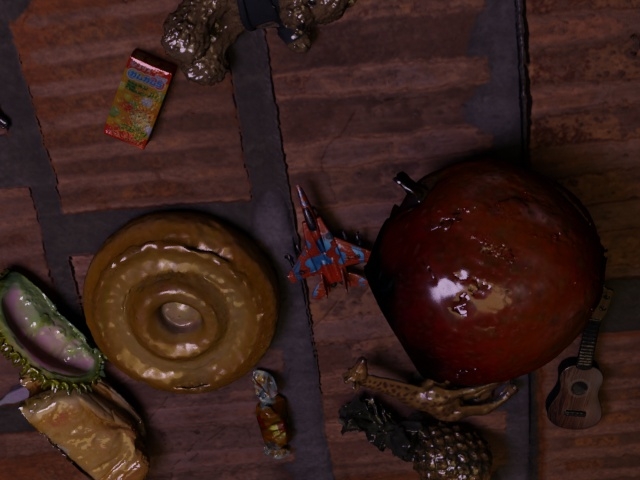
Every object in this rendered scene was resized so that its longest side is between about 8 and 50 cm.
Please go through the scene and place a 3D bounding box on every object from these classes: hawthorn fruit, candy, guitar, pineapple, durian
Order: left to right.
[{"bbox_3d":[-0.419,0.155,1.404,0.220,0.137,0.095,40,134,-10],"label":"durian"},{"bbox_3d":[-0.243,-0.188,1.268,0.062,0.038,0.122,22,117,-9],"label":"candy"},{"bbox_3d":[-0.077,0.287,1.509,0.053,0.046,0.182,-5,120,8],"label":"candy"},{"bbox_3d":[0.144,0.319,1.487,0.251,0.125,0.125,25,117,-4],"label":"pineapple"},{"bbox_3d":[0.210,0.047,1.237,0.316,0.316,0.316,1,118,2],"label":"hawthorn fruit"},{"bbox_3d":[0.398,0.172,1.425,0.083,0.038,0.271,2,121,1],"label":"guitar"}]

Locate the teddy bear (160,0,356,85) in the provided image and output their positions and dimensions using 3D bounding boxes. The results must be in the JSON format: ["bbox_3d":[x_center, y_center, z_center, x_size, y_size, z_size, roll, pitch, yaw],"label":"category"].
[{"bbox_3d":[-0.083,-0.295,1.160,0.251,0.182,0.129,-17,80,13],"label":"teddy bear"}]

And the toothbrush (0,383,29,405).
[{"bbox_3d":[-0.608,0.298,1.556,0.354,0.029,0.024,-24,112,17],"label":"toothbrush"}]

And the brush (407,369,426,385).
[{"bbox_3d":[0.172,0.180,1.452,0.034,0.028,0.190,13,126,-17],"label":"brush"}]

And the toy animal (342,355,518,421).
[{"bbox_3d":[0.169,0.222,1.437,0.275,0.054,0.149,-4,129,-4],"label":"toy animal"}]

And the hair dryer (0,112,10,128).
[{"bbox_3d":[-0.456,-0.244,1.248,0.195,0.075,0.219,-21,126,3],"label":"hair dryer"}]

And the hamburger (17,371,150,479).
[{"bbox_3d":[-0.361,0.285,1.492,0.131,0.124,0.262,-37,116,0],"label":"hamburger"}]

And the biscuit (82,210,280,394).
[{"bbox_3d":[-0.206,0.099,1.388,0.296,0.102,0.296,2,116,3],"label":"biscuit"}]

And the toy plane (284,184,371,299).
[{"bbox_3d":[0.000,-0.001,1.344,0.130,0.061,0.189,-15,112,12],"label":"toy plane"}]
